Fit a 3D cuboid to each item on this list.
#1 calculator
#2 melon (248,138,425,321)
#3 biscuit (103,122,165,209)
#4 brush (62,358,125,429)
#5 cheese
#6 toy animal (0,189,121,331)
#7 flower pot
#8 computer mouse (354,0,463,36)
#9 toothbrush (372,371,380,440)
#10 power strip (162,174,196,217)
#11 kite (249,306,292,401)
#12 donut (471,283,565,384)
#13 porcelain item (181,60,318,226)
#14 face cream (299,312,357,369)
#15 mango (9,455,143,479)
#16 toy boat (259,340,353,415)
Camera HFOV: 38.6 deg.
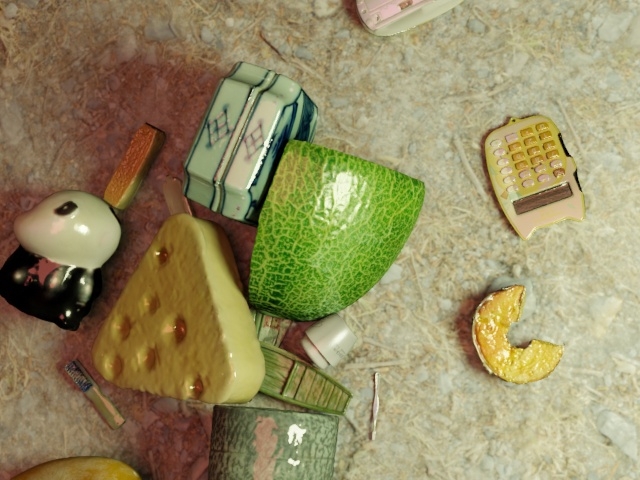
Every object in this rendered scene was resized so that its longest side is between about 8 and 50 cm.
[{"bbox_3d":[0.402,-0.125,1.728,0.157,0.033,0.237,-19,77,12],"label":"calculator"},{"bbox_3d":[0.000,0.000,1.742,0.226,0.331,0.344,22,97,50],"label":"melon"},{"bbox_3d":[-0.388,-0.154,1.916,0.052,0.056,0.188,29,90,13],"label":"biscuit"},{"bbox_3d":[-0.471,0.317,1.896,0.033,0.030,0.178,-42,75,-4],"label":"brush"},{"bbox_3d":[-0.297,0.179,1.786,0.383,0.104,0.384,-7,77,33],"label":"cheese"},{"bbox_3d":[-0.529,0.023,1.856,0.212,0.212,0.267,20,93,15],"label":"toy animal"},{"bbox_3d":[-0.113,0.446,1.662,0.299,0.299,0.283,2,81,14],"label":"flower pot"},{"bbox_3d":[0.187,-0.494,1.810,0.245,0.056,0.126,-25,79,10],"label":"computer mouse"},{"bbox_3d":[0.107,0.319,1.759,0.011,0.013,0.131,4,83,4],"label":"toothbrush"},{"bbox_3d":[-0.282,-0.048,1.889,0.047,0.030,0.191,-22,79,12],"label":"power strip"},{"bbox_3d":[-0.173,0.194,1.844,0.322,0.013,0.268,-18,81,9],"label":"kite"},{"bbox_3d":[0.353,0.179,1.684,0.146,0.078,0.181,-34,83,9],"label":"donut"},{"bbox_3d":[-0.125,-0.173,1.734,0.157,0.286,0.282,24,88,13],"label":"porcelain item"},{"bbox_3d":[0.016,0.193,1.757,0.095,0.091,0.091,-39,76,-1],"label":"face cream"},{"bbox_3d":[-0.503,0.540,1.789,0.383,0.199,0.222,-17,81,13],"label":"mango"},{"bbox_3d":[-0.073,0.262,1.783,0.293,0.055,0.093,22,90,12],"label":"toy boat"}]
